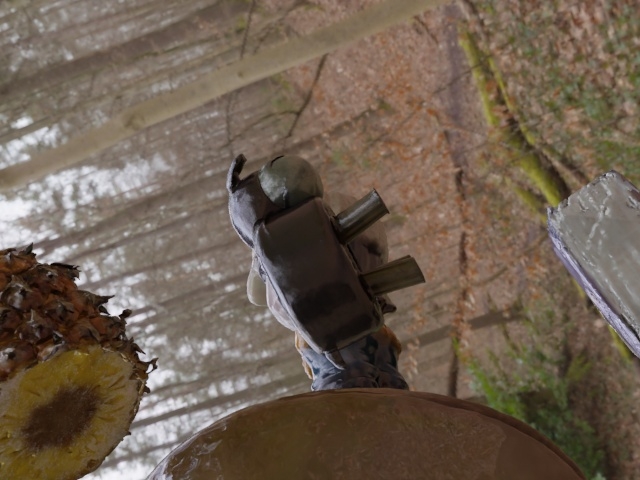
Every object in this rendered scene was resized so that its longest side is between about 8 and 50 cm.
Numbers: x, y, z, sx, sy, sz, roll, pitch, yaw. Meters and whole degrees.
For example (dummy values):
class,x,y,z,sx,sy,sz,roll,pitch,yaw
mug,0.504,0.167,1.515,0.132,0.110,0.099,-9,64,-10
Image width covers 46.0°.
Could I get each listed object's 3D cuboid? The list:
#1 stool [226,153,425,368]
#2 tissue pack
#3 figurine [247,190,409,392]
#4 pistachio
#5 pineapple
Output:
class,x,y,z,sx,sy,sz,roll,pitch,yaw
stool,0.000,0.000,0.634,0.217,0.121,0.125,60,-176,31
tissue pack,0.424,0.052,1.018,0.242,0.125,0.343,56,-167,17
figurine,0.024,0.070,0.909,0.185,0.204,0.332,31,-168,-36
pistachio,0.019,0.176,0.400,0.213,0.260,0.163,57,180,-3
pineapple,-0.450,0.186,1.136,0.300,0.352,0.352,46,170,34
